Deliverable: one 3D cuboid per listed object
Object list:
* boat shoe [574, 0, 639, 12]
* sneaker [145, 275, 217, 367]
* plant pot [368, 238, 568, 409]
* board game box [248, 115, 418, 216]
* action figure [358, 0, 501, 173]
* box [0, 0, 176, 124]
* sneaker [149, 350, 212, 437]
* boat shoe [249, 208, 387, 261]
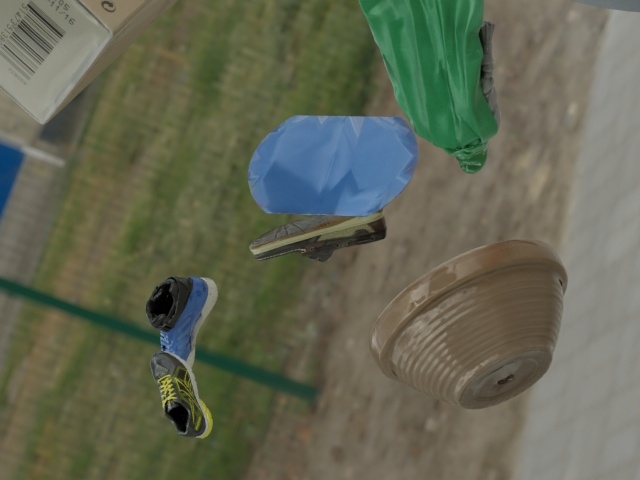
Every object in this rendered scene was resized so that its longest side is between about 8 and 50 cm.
[{"bbox_3d":[0.404,-0.379,2.156,0.136,0.367,0.156,118,156,-53],"label":"boat shoe"},{"bbox_3d":[-0.193,0.112,2.191,0.058,0.084,0.152,40,112,42],"label":"sneaker"},{"bbox_3d":[0.183,0.111,1.944,0.110,0.237,0.237,62,140,29],"label":"plant pot"},{"bbox_3d":[0.014,-0.063,1.700,0.033,0.168,0.133,72,-154,-46],"label":"board game box"},{"bbox_3d":[0.090,-0.148,1.344,0.063,0.137,0.232,-50,-46,-39],"label":"action figure"},{"bbox_3d":[-0.182,-0.254,1.558,0.148,0.121,0.311,-44,6,44],"label":"box"},{"bbox_3d":[-0.120,0.129,1.466,0.031,0.083,0.035,-39,-15,21],"label":"sneaker"},{"bbox_3d":[0.000,0.000,1.891,0.056,0.152,0.049,-98,-9,-72],"label":"boat shoe"}]
